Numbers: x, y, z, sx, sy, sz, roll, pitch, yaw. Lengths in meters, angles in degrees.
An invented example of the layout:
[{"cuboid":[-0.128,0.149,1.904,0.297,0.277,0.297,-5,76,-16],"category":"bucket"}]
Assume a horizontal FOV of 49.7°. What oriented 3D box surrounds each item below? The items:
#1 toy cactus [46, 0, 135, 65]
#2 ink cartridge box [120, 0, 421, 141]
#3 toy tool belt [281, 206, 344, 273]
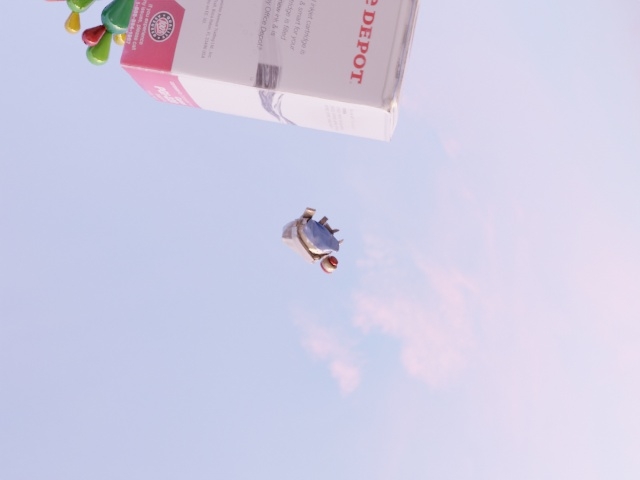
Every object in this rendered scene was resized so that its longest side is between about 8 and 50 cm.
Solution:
[{"cuboid":[-0.246,-0.328,0.842,0.112,0.180,0.219,25,-100,-45],"category":"toy cactus"},{"cuboid":[-0.030,-0.183,0.568,0.092,0.218,0.158,52,-131,-79],"category":"ink cartridge box"},{"cuboid":[0.000,0.000,0.773,0.083,0.051,0.052,38,-152,-25],"category":"toy tool belt"}]
